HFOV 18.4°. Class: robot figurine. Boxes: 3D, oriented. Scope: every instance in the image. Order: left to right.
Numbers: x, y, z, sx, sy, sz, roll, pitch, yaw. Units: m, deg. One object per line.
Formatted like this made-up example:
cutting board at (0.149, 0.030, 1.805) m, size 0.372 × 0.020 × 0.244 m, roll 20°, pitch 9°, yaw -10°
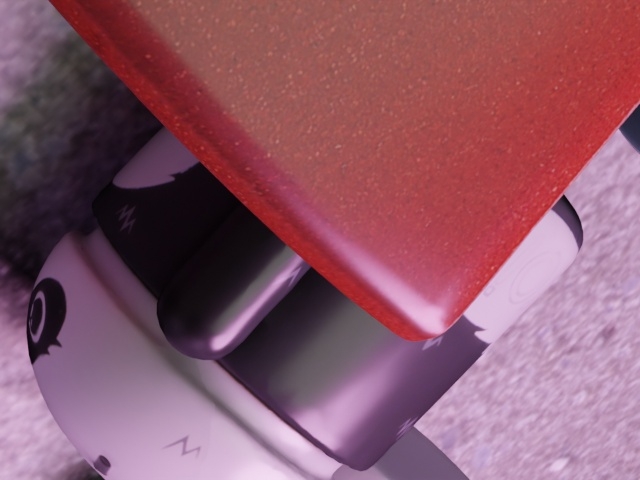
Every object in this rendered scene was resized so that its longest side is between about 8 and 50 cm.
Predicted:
robot figurine at (-0.002, -0.002, 0.864) m, size 0.278 × 0.173 × 0.209 m, roll -46°, pitch 135°, yaw 3°

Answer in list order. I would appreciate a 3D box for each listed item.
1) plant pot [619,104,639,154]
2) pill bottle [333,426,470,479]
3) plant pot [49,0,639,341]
plant pot at (0.266, -0.123, 0.925) m, size 0.235 × 0.293 × 0.293 m, roll -2°, pitch 130°, yaw -26°
pill bottle at (-0.052, 0.233, 1.055) m, size 0.318 × 0.176 × 0.176 m, roll -50°, pitch 146°, yaw 10°
plant pot at (-0.020, -0.177, 0.598) m, size 0.236 × 0.267 × 0.267 m, roll 30°, pitch 104°, yaw -42°
